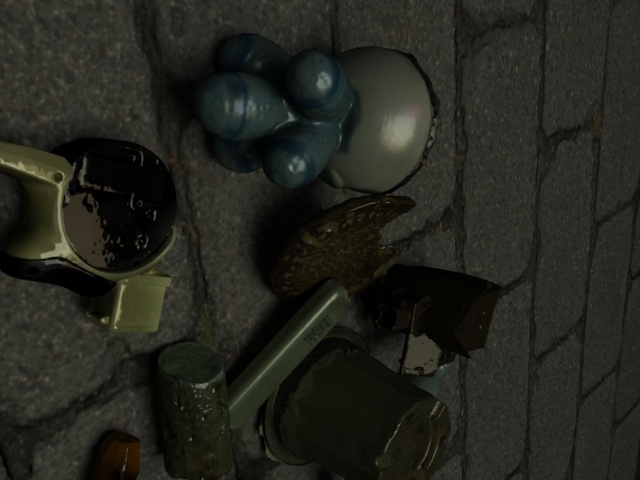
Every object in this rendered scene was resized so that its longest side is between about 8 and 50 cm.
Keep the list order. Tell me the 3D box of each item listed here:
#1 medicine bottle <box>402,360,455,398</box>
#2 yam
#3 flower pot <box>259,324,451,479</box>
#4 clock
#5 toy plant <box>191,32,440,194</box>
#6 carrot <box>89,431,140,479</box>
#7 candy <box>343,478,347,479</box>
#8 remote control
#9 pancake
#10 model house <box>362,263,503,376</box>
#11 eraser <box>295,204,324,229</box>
[{"bbox_3d":[0.211,0.330,1.419,0.216,0.090,0.090,-51,133,-21],"label":"medicine bottle"},{"bbox_3d":[-0.190,0.256,0.980,0.107,0.107,0.194,-18,115,-40],"label":"yam"},{"bbox_3d":[0.077,0.319,1.159,0.290,0.259,0.290,-17,114,-42],"label":"flower pot"},{"bbox_3d":[-0.334,-0.008,0.738,0.379,0.120,0.276,6,95,-47],"label":"clock"},{"bbox_3d":[-0.026,-0.180,0.915,0.332,0.247,0.247,-3,106,-42],"label":"toy plant"},{"bbox_3d":[-0.329,0.428,0.930,0.066,0.066,0.314,21,89,-47],"label":"carrot"},{"bbox_3d":[0.048,0.534,1.306,0.086,0.059,0.292,-23,145,-35],"label":"candy"},{"bbox_3d":[-0.061,0.192,1.089,0.309,0.038,0.090,-47,146,-5],"label":"remote control"},{"bbox_3d":[0.043,0.020,1.074,0.286,0.033,0.288,-41,149,21],"label":"pancake"},{"bbox_3d":[0.186,0.158,1.243,0.243,0.211,0.204,0,102,-50],"label":"model house"},{"bbox_3d":[0.000,0.000,1.136,0.052,0.029,0.122,-44,130,-25],"label":"eraser"}]
